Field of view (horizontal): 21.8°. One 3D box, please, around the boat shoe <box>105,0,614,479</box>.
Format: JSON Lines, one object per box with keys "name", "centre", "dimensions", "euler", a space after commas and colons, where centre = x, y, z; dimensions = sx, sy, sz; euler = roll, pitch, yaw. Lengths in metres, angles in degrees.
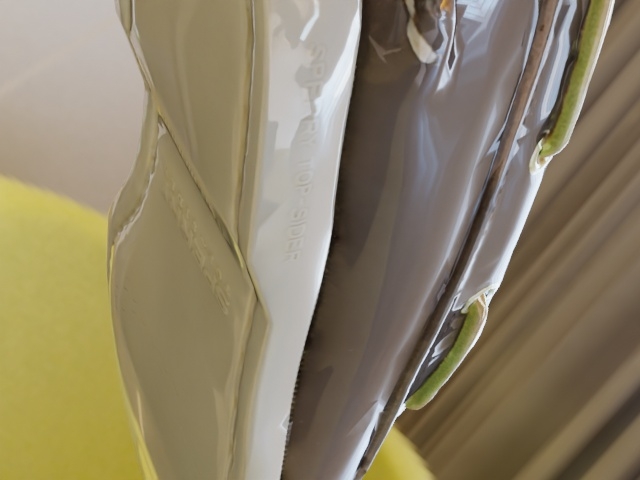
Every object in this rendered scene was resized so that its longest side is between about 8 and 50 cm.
{"name": "boat shoe", "centre": [0.000, 0.000, 0.450], "dimensions": [0.097, 0.324, 0.116], "euler": [-16, 59, -19]}
